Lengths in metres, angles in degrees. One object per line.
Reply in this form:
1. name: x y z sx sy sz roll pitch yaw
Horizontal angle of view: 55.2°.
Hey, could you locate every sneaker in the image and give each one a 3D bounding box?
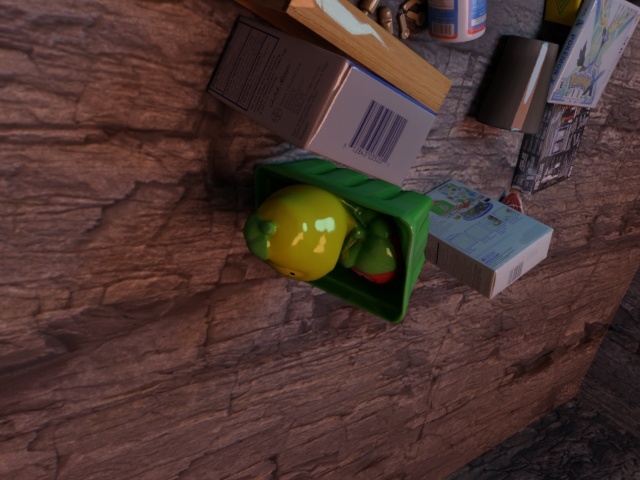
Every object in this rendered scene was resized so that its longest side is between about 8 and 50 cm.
1. sneaker: 0.626 -0.067 2.004 0.093 0.088 0.225 -54 146 -35

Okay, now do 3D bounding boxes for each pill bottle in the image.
1. pill bottle: 0.283 -0.539 1.270 0.124 0.124 0.222 -31 131 -28

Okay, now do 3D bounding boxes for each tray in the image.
1. tray: 0.041 -0.356 1.074 0.410 0.203 0.076 18 103 -47

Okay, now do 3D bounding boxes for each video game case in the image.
1. video game case: 0.757 -0.520 1.697 0.329 0.036 0.300 -8 126 -44

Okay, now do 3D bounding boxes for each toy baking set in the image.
1. toy baking set: 0.147 -0.455 1.268 0.196 0.030 0.256 28 95 -51

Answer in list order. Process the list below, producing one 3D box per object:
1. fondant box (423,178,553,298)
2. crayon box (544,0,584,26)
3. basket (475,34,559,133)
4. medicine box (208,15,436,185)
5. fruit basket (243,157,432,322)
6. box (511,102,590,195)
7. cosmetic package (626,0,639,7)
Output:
1. fondant box: 0.385 -0.016 1.579 0.238 0.330 0.096 -29 136 -29
2. crayon box: 0.749 -0.778 1.599 0.362 0.106 0.313 -32 137 -26
3. basket: 0.523 -0.408 1.597 0.204 0.154 0.227 -4 116 -40
4. medicine box: 0.002 -0.240 1.064 0.263 0.289 0.149 13 109 -49
5. fruit basket: 0.000 0.000 1.169 0.392 0.392 0.283 -25 132 -32
6. box: 0.734 -0.317 1.928 0.242 0.076 0.308 -22 130 -34
7. cosmetic package: 0.992 -0.714 1.784 0.238 0.127 0.107 -74 -170 -77
